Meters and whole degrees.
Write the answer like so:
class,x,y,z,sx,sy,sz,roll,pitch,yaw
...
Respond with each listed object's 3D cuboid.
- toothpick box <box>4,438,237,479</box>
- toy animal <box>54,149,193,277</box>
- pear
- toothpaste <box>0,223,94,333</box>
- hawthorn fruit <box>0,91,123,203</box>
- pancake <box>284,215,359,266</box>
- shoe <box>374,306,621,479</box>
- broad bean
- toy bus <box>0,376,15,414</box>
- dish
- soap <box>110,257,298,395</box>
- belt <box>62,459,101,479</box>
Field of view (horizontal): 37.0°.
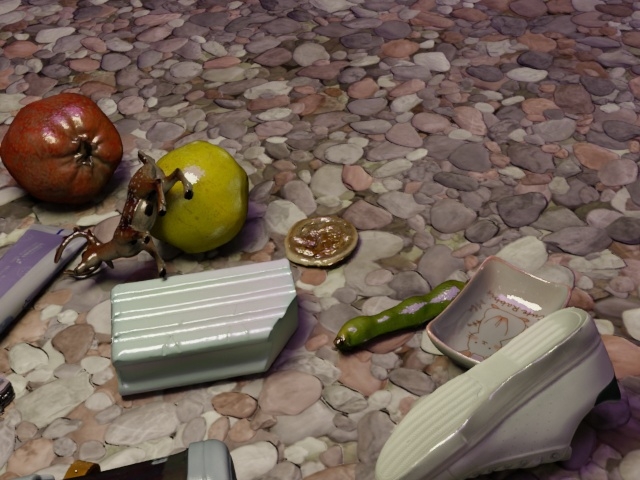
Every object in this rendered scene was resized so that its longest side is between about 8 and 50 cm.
class,x,y,z,sx,sy,sz,roll,pitch,yaw
toothpick box,-0.260,0.385,1.088,0.354,0.263,0.263,-9,40,-5
toy animal,-0.316,-0.023,1.577,0.260,0.087,0.244,21,79,52
pear,-0.216,-0.074,1.667,0.198,0.198,0.198,-2,40,2
toothpaste,-0.517,0.073,1.600,0.125,0.080,0.371,7,36,14
hawthorn fruit,-0.502,-0.179,1.810,0.210,0.211,0.262,-31,33,-29
pancake,0.000,0.000,1.678,0.139,0.022,0.139,-3,39,2
shoe,0.249,0.255,1.289,0.363,0.160,0.132,-36,14,-8
broad bean,0.130,0.117,1.506,0.256,0.053,0.052,-19,80,-16
toy bus,-0.510,0.252,1.407,0.052,0.037,0.131,18,44,28
dish,0.272,0.130,1.458,0.151,0.077,0.212,24,47,27
soap,-0.176,0.131,1.479,0.289,0.095,0.173,-9,39,-7
belt,-0.324,0.335,1.275,0.036,0.059,0.083,8,52,16
